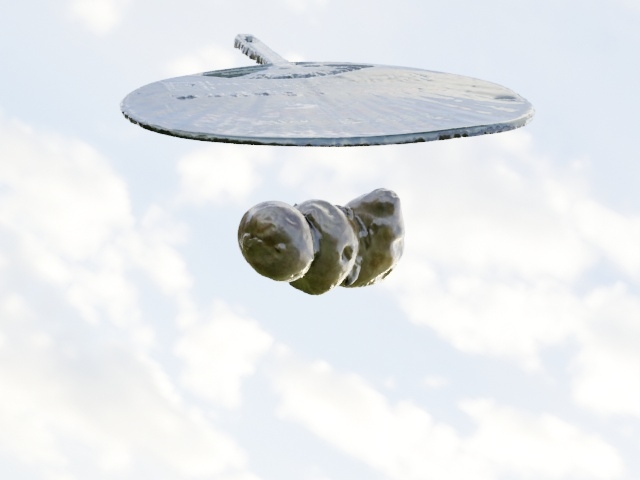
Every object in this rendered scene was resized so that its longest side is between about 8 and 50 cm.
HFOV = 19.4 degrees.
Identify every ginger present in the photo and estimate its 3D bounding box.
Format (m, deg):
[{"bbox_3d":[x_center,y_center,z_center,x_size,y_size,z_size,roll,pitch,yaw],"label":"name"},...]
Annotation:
[{"bbox_3d":[0.000,0.000,1.680,0.080,0.104,0.204,40,27,31],"label":"ginger"}]

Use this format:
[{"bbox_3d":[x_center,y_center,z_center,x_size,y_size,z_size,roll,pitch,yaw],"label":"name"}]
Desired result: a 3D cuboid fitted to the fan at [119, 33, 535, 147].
[{"bbox_3d":[-0.030,-0.083,1.059,0.294,0.223,0.012,17,-67,45],"label":"fan"}]
